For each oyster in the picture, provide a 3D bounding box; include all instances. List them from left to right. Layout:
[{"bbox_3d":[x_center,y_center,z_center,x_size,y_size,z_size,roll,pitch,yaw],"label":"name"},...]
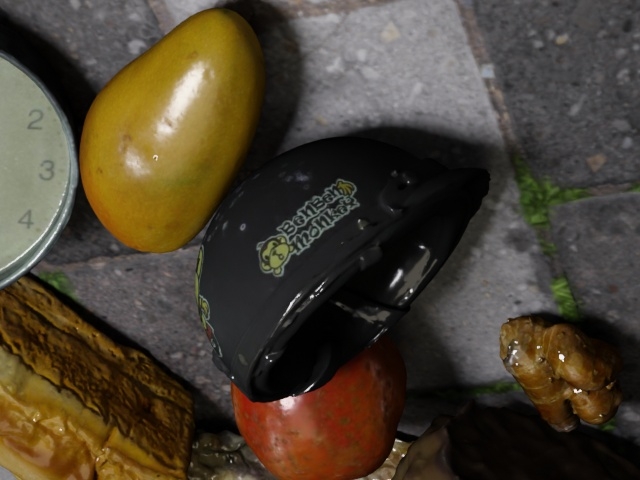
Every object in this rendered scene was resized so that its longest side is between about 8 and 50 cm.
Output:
[{"bbox_3d":[-0.016,0.292,1.815,0.354,0.107,0.201,4,133,8],"label":"oyster"}]

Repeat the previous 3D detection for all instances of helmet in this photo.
[{"bbox_3d":[0.000,0.000,1.441,0.160,0.279,0.230,43,174,19],"label":"helmet"}]

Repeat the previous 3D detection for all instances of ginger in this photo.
[{"bbox_3d":[0.241,0.124,1.607,0.103,0.073,0.162,0,144,32],"label":"ginger"}]

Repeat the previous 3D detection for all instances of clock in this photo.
[{"bbox_3d":[-0.344,-0.069,1.453,0.280,0.055,0.281,-6,120,-11],"label":"clock"}]

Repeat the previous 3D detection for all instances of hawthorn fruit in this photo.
[{"bbox_3d":[-0.003,0.139,1.607,0.189,0.189,0.189,6,137,6],"label":"hawthorn fruit"}]

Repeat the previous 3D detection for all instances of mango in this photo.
[{"bbox_3d":[-0.126,-0.095,1.420,0.138,0.113,0.253,38,128,9],"label":"mango"}]

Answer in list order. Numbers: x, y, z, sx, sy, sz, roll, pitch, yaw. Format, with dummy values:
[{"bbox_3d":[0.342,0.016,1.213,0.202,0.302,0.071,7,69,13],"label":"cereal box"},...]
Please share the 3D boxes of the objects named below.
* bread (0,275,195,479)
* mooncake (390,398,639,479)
[{"bbox_3d":[-0.263,0.163,1.683,0.294,0.167,0.132,35,132,-23],"label":"bread"},{"bbox_3d":[0.197,0.310,1.619,0.324,0.324,0.187,24,119,-13],"label":"mooncake"}]
